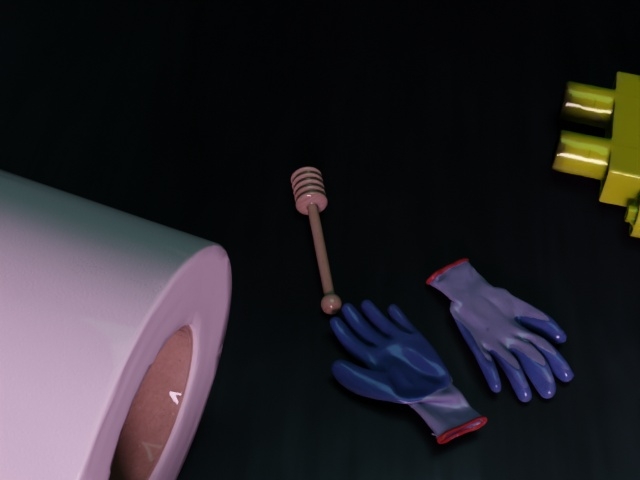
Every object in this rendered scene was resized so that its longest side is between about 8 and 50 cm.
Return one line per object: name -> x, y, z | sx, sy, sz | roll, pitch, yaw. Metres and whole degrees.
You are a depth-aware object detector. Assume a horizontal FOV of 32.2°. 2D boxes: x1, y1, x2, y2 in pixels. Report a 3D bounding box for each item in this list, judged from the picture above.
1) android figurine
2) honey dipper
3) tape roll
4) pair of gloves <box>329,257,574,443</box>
android figurine -> 0.371, -0.087, 1.109 | 0.273, 0.056, 0.248 | 12, 46, 4
honey dipper -> 0.000, 0.000, 0.993 | 0.031, 0.030, 0.160 | -4, 50, -11
tape roll -> -0.182, 0.091, 0.729 | 0.169, 0.246, 0.246 | 19, 47, 10
pair of gloves -> 0.106, 0.091, 0.925 | 0.198, 0.023, 0.159 | -22, 51, -28
